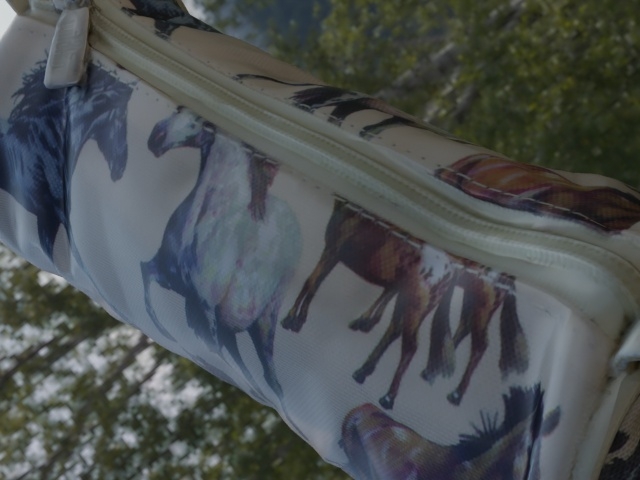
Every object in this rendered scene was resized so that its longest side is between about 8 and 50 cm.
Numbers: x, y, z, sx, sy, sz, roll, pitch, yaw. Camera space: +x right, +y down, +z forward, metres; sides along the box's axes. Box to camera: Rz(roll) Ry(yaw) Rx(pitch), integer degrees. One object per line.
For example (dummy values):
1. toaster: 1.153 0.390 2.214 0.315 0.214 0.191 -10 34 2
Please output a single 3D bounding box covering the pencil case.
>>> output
1. pencil case: 0.000 0.000 0.520 0.410 0.160 0.183 28 162 41
